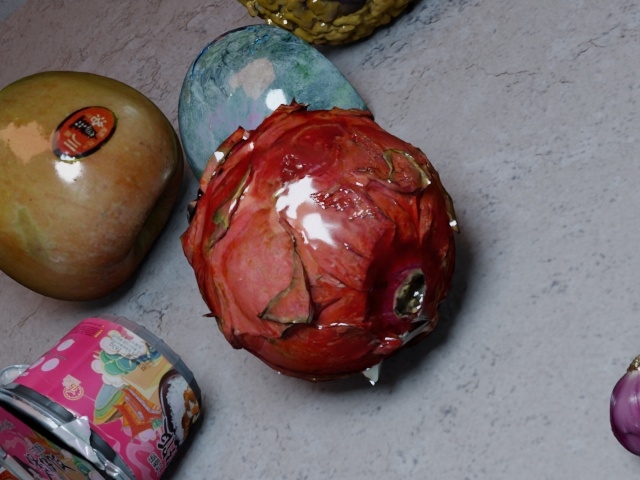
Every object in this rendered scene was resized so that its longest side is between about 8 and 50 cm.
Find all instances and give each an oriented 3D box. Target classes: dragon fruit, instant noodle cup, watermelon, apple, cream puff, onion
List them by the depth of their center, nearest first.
[{"bbox_3d":[0.300,0.138,0.854,0.115,0.115,0.104,-40,81,5],"label":"onion"},{"bbox_3d":[0.000,0.000,1.105,0.296,0.295,0.301,-50,40,-8],"label":"dragon fruit"},{"bbox_3d":[-0.259,0.204,1.204,0.302,0.258,0.182,7,46,39],"label":"instant noodle cup"},{"bbox_3d":[-0.111,-0.174,1.450,0.321,0.188,0.175,-21,35,34],"label":"watermelon"},{"bbox_3d":[0.016,-0.438,1.475,0.342,0.327,0.231,-8,36,-20],"label":"cream puff"},{"bbox_3d":[-0.372,-0.095,1.482,0.339,0.304,0.338,-62,-1,-1],"label":"apple"}]

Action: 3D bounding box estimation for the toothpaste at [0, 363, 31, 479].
[{"bbox_3d":[-0.407,0.306,1.376,0.114,0.073,0.299,-31,46,17],"label":"toothpaste"}]
